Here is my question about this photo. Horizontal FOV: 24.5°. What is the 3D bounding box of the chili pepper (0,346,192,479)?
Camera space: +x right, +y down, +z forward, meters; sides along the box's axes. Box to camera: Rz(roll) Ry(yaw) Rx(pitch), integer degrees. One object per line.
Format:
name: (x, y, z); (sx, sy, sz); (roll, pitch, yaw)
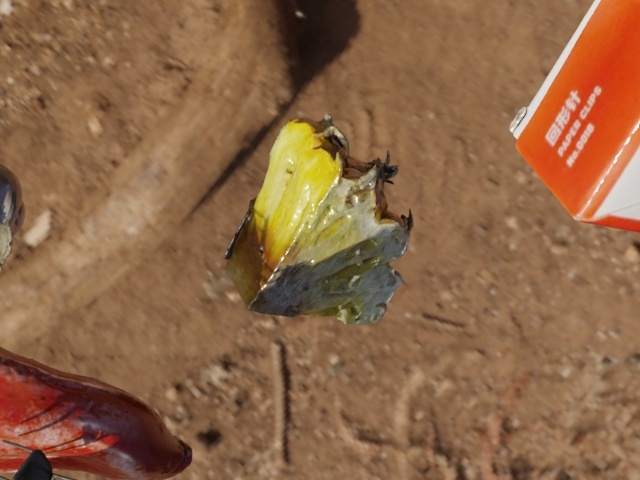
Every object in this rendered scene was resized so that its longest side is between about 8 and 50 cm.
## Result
chili pepper: (-0.224, 0.149, 1.251); (0.252, 0.136, 0.144); (15, 123, -14)

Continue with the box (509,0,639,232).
box: (0.217, -0.094, 0.871); (0.133, 0.099, 0.182); (10, 122, -30)

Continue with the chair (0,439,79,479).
chair: (-0.217, 0.186, 1.143); (0.037, 0.086, 0.042); (-59, 147, -27)

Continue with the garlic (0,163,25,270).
garlic: (-0.446, -0.052, 1.815); (0.131, 0.194, 0.127); (28, 90, -56)

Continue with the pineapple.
pineapple: (0.000, 0.000, 1.419); (0.186, 0.114, 0.236); (-22, 127, -12)
